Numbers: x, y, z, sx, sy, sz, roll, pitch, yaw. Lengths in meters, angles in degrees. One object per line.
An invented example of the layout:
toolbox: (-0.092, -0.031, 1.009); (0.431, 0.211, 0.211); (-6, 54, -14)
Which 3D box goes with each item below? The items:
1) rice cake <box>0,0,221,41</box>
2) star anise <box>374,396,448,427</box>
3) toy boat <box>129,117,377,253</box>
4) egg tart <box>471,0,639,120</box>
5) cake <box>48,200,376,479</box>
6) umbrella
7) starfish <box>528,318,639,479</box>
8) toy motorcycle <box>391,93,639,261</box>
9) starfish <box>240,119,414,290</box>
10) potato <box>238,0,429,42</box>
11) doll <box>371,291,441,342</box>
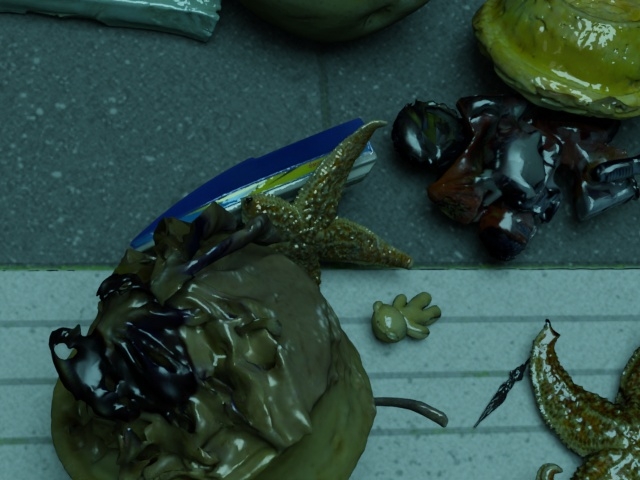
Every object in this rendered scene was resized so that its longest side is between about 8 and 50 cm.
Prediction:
rice cake: (-0.286, -0.294, 1.983); (0.336, 0.066, 0.063); (7, 68, -8)
star anise: (-0.011, 0.221, 1.769); (0.218, 0.227, 0.148); (11, 60, -19)
toy boat: (-0.080, -0.044, 1.898); (0.295, 0.129, 0.088); (-22, 85, -19)
egg tart: (0.317, -0.249, 2.004); (0.288, 0.118, 0.288); (9, 38, -7)
cake: (-0.139, 0.121, 1.660); (0.332, 0.321, 0.332); (-15, 47, 17)
umbrella: (0.214, 0.171, 1.937); (0.122, 0.013, 0.022); (-42, 104, -24)
starfish: (0.379, 0.221, 1.903); (0.312, 0.113, 0.303); (16, 67, -2)
toy motorcycle: (0.291, -0.088, 1.989); (0.401, 0.134, 0.207); (-7, 71, -13)
starfish: (-0.002, -0.002, 1.876); (0.295, 0.048, 0.231); (-48, 122, 3)
potato: (-0.014, -0.366, 1.984); (0.326, 0.221, 0.243); (23, 72, -17)
doll: (0.100, 0.088, 1.924); (0.093, 0.051, 0.061); (-27, 71, -21)
